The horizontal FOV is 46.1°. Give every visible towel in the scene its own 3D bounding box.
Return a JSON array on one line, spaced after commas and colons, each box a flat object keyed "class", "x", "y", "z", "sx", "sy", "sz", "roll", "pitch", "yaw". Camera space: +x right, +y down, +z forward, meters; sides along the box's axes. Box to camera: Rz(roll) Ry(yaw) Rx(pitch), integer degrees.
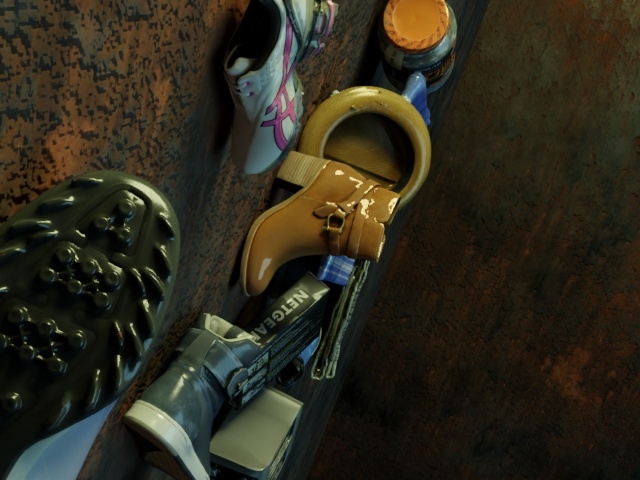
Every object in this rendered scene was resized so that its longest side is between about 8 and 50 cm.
[{"class": "towel", "x": 0.089, "y": -0.083, "z": 1.181, "sx": 0.335, "sy": 0.040, "sz": 0.243, "roll": -64, "pitch": 170, "yaw": -1}, {"class": "towel", "x": 0.057, "y": 0.111, "z": 1.608, "sx": 0.324, "sy": 0.056, "sz": 0.312, "roll": -72, "pitch": -179, "yaw": -72}]

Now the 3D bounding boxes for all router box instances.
[{"class": "router box", "x": -0.066, "y": 0.142, "z": 1.061, "sx": 0.179, "sy": 0.046, "sz": 0.133, "roll": -40, "pitch": 157, "yaw": -31}]

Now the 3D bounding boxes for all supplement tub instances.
[{"class": "supplement tub", "x": 0.145, "y": -0.298, "z": 1.128, "sx": 0.190, "sy": 0.117, "sz": 0.116, "roll": 29, "pitch": 84, "yaw": -80}]

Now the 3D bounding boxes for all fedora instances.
[{"class": "fedora", "x": 0.051, "y": -0.117, "z": 1.003, "sx": 0.079, "sy": 0.194, "sz": 0.194, "roll": 43, "pitch": -65, "yaw": 61}]

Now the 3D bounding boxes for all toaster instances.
[{"class": "toaster", "x": -0.113, "y": 0.321, "z": 1.171, "sx": 0.185, "sy": 0.110, "sz": 0.168, "roll": -57, "pitch": 167, "yaw": -47}]

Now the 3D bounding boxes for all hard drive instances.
[{"class": "hard drive", "x": 0.000, "y": 0.000, "z": 1.207, "sx": 0.255, "sy": 0.054, "sz": 0.171, "roll": -37, "pitch": 148, "yaw": -71}]

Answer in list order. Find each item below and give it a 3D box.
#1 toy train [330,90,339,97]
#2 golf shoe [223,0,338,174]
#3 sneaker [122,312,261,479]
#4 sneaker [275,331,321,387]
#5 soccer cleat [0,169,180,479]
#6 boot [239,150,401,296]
[{"class": "toy train", "x": 0.021, "y": -0.178, "z": 1.031, "sx": 0.083, "sy": 0.017, "sz": 0.023, "roll": 85, "pitch": 19, "yaw": -69}, {"class": "golf shoe", "x": -0.054, "y": -0.136, "z": 0.630, "sx": 0.086, "sy": 0.067, "sz": 0.186, "roll": -15, "pitch": 136, "yaw": -41}, {"class": "sneaker", "x": -0.129, "y": 0.179, "z": 0.834, "sx": 0.163, "sy": 0.086, "sz": 0.226, "roll": -58, "pitch": 166, "yaw": -30}, {"class": "sneaker", "x": -0.042, "y": 0.216, "z": 1.457, "sx": 0.152, "sy": 0.058, "sz": 0.084, "roll": -60, "pitch": 178, "yaw": -5}, {"class": "soccer cleat", "x": -0.178, "y": 0.107, "z": 0.428, "sx": 0.318, "sy": 0.109, "sz": 0.116, "roll": -67, "pitch": -169, "yaw": -9}, {"class": "boot", "x": -0.002, "y": -0.001, "z": 0.904, "sx": 0.073, "sy": 0.153, "sz": 0.197, "roll": 28, "pitch": 85, "yaw": -80}]
